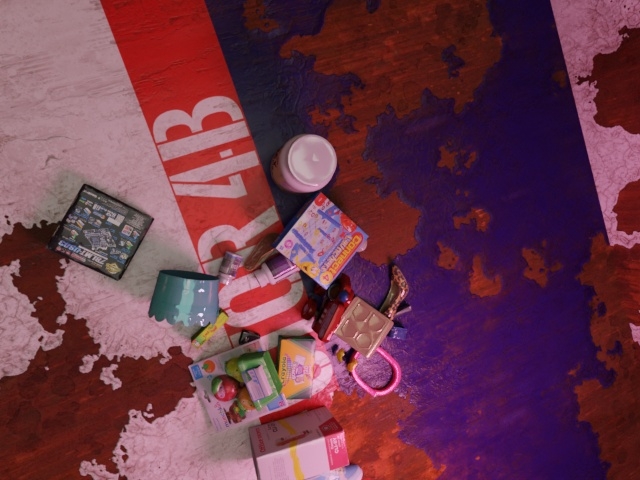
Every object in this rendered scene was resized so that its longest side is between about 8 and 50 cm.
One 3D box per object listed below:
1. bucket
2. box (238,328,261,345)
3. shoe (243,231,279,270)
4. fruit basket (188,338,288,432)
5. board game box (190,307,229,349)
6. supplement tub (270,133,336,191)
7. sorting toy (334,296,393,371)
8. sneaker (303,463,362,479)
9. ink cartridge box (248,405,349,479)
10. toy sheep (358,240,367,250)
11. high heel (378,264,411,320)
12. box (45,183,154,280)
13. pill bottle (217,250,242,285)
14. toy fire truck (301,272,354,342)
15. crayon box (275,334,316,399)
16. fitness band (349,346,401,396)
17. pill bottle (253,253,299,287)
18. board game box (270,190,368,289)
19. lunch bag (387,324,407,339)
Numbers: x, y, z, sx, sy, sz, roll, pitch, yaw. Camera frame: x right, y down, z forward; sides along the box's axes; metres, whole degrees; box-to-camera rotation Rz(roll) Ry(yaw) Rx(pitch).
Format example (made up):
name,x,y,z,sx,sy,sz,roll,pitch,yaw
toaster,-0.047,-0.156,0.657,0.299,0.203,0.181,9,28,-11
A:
name,x,y,z,sx,sy,sz,roll,pitch,yaw
bucket,-0.542,0.227,1.740,0.281,0.281,0.183,10,90,-16
box,-0.317,0.441,1.921,0.083,0.052,0.062,18,88,-15
shoe,-0.263,0.050,1.924,0.076,0.058,0.219,42,76,7
fruit basket,-0.358,0.632,1.850,0.352,0.165,0.327,-21,92,0
board game box,-0.477,0.378,1.851,0.181,0.092,0.043,-45,102,-10
supplement tub,-0.074,-0.318,1.818,0.235,0.325,0.236,-1,92,-16
sorting toy,0.173,0.453,2.047,0.229,0.041,0.307,35,84,6
sneaker,0.040,1.069,2.013,0.318,0.127,0.208,-11,97,-16
ink cartridge box,-0.105,0.901,1.883,0.384,0.279,0.161,-11,94,-16
toy sheep,0.177,0.010,2.021,0.091,0.132,0.091,-7,69,19
high heel,0.332,0.262,2.080,0.186,0.093,0.261,-19,103,-16
box,-0.879,-0.031,1.729,0.295,0.073,0.294,28,85,-16
pill bottle,-0.398,0.121,1.871,0.078,0.078,0.137,20,87,-16
toy fire truck,0.056,0.292,1.917,0.169,0.254,0.302,30,84,-15
crayon box,-0.118,0.579,1.969,0.165,0.081,0.279,4,91,-16
fitness band,0.265,0.633,2.097,0.291,0.054,0.209,44,80,-14
pill bottle,-0.196,0.130,1.914,0.193,0.108,0.108,-28,100,-14
board game box,0.000,0.000,1.857,0.302,0.086,0.308,40,85,-21
lunch bag,0.380,0.447,2.114,0.098,0.067,0.065,11,90,-17
